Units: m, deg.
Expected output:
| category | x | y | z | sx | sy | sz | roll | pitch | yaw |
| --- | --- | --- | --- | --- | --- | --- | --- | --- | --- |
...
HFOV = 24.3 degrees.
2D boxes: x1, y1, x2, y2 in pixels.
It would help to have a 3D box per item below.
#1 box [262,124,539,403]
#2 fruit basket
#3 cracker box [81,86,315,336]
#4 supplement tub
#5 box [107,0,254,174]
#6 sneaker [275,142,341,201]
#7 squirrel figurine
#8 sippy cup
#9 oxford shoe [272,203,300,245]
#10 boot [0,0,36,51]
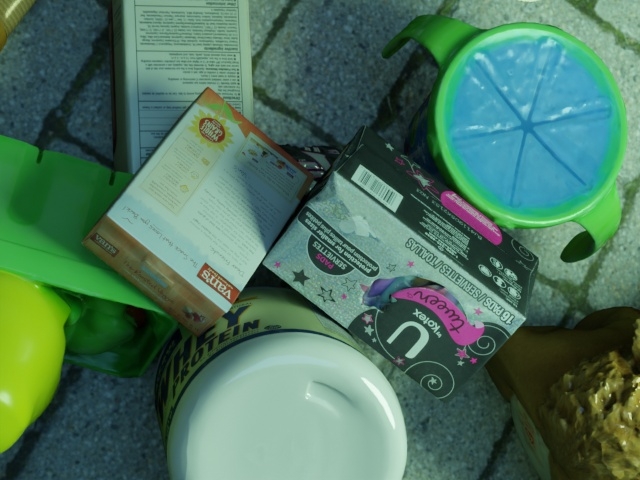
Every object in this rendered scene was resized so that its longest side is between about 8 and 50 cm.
| category | x | y | z | sx | sy | sz | roll | pitch | yaw |
| --- | --- | --- | --- | --- | --- | --- | --- | --- | --- |
| box | 0.087 | 0.025 | 1.576 | 0.247 | 0.163 | 0.142 | 37 | 116 | -3 |
| fruit basket | -0.342 | 0.082 | 1.549 | 0.392 | 0.283 | 0.392 | 7 | 67 | -16 |
| cracker box | -0.123 | -0.033 | 1.550 | 0.156 | 0.067 | 0.232 | 40 | 45 | -9 |
| supplement tub | -0.054 | 0.178 | 1.570 | 0.235 | 0.325 | 0.235 | -2 | 101 | -10 |
| box | -0.161 | -0.169 | 1.707 | 0.149 | 0.127 | 0.232 | -1 | 84 | -16 |
| sneaker | -0.013 | -0.085 | 1.773 | 0.178 | 0.072 | 0.077 | 32 | 70 | -20 |
| squirrel figurine | 0.411 | 0.151 | 1.677 | 0.370 | 0.397 | 0.281 | -22 | 85 | -7 |
| sippy cup | 0.206 | -0.116 | 1.744 | 0.240 | 0.224 | 0.305 | -7 | 85 | -16 |
| oxford shoe | 0.000 | 0.000 | 1.764 | 0.212 | 0.076 | 0.076 | 48 | 61 | -14 |
| boot | -0.473 | -0.307 | 1.657 | 0.295 | 0.104 | 0.211 | 46 | 75 | -10 |
